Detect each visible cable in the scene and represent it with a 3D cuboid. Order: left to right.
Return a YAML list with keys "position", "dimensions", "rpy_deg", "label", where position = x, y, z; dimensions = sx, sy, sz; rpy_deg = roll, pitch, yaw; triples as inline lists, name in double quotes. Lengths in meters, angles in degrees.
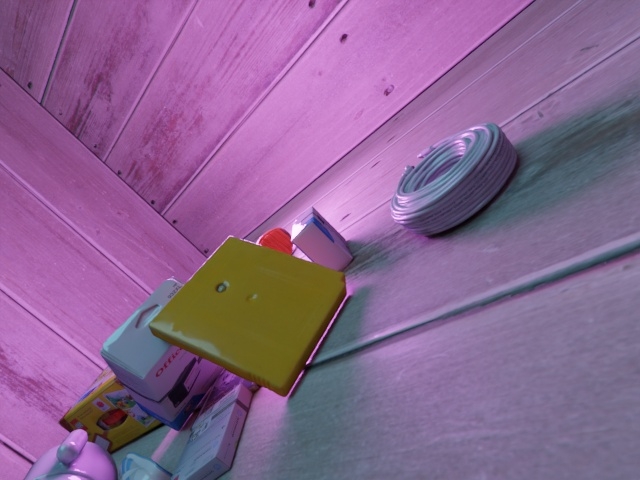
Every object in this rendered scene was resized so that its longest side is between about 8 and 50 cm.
- position: [0.246, -0.114, 0.857]
  dimensions: [0.257, 0.089, 0.257]
  rpy_deg: [-26, 23, 53]
  label: "cable"

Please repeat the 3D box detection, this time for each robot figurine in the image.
- position: [-0.555, 0.571, 0.960]
  dimensions: [0.353, 0.199, 0.300]
  rpy_deg: [177, 97, -71]
  label: "robot figurine"

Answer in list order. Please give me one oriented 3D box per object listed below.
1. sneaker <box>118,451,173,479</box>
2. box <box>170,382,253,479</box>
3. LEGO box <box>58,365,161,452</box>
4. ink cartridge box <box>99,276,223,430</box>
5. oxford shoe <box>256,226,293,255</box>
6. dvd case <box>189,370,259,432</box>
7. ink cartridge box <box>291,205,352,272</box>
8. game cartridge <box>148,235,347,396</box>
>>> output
- position: [-0.372, 0.493, 0.896]
  dimensions: [0.228, 0.087, 0.092]
  rpy_deg: [-32, 20, 51]
  label: "sneaker"
- position: [-0.206, 0.378, 0.841]
  dimensions: [0.145, 0.038, 0.186]
  rpy_deg: [-41, 12, 17]
  label: "box"
- position: [-0.555, 0.426, 1.437]
  dimensions: [0.500, 0.193, 0.372]
  rpy_deg: [-36, 15, 34]
  label: "LEGO box"
- position: [-0.346, 0.275, 1.054]
  dimensions: [0.223, 0.129, 0.308]
  rpy_deg: [-53, -22, -36]
  label: "ink cartridge box"
- position: [-0.213, 0.089, 1.587]
  dimensions: [0.132, 0.130, 0.364]
  rpy_deg: [-41, 12, 44]
  label: "oxford shoe"
- position: [-0.198, 0.327, 1.020]
  dimensions: [0.221, 0.018, 0.164]
  rpy_deg: [-40, 13, 23]
  label: "dvd case"
- position: [0.000, 0.000, 1.147]
  dimensions: [0.082, 0.139, 0.191]
  rpy_deg: [-44, 13, 10]
  label: "ink cartridge box"
- position: [-0.138, 0.135, 0.918]
  dimensions: [0.285, 0.323, 0.053]
  rpy_deg: [-54, -29, -37]
  label: "game cartridge"
